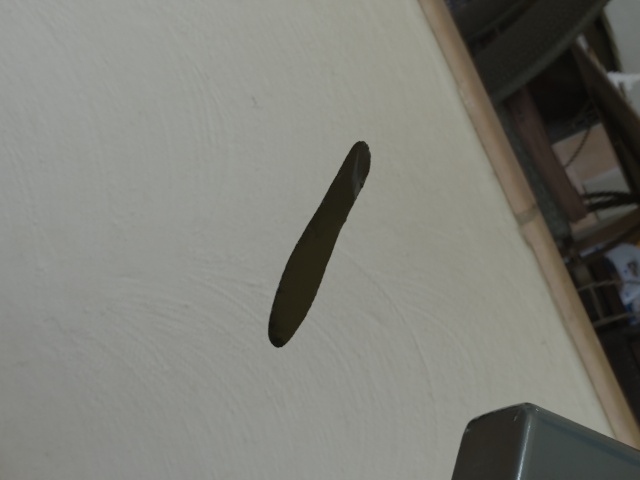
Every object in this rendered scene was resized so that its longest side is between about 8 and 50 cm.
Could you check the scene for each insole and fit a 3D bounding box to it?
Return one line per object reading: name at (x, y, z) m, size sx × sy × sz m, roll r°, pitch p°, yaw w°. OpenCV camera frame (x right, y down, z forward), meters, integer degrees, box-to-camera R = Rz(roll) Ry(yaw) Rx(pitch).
insole at (-0.001, 0.000, 0.810) m, size 0.232 × 0.003 × 0.080 m, roll -65°, pitch 150°, yaw -13°

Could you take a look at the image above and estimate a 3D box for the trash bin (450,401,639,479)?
trash bin at (0.193, 0.223, 0.513) m, size 0.236 × 0.101 × 0.177 m, roll 27°, pitch 63°, yaw -11°
